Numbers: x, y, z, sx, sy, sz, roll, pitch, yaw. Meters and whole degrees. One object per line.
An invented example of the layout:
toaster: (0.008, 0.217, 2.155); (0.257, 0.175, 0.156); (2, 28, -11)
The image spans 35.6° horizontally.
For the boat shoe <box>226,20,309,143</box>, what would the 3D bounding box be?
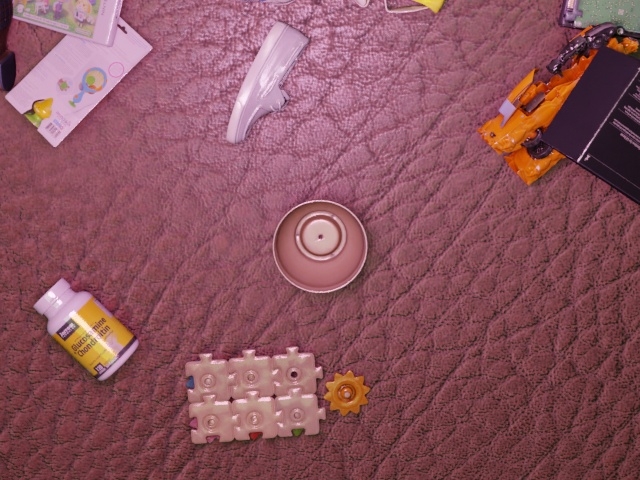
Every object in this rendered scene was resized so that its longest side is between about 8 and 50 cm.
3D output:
boat shoe: (-0.089, -0.261, 1.715); (0.081, 0.079, 0.227); (26, 97, 0)

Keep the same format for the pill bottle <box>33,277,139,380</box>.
pill bottle: (-0.424, 0.157, 1.792); (0.103, 0.103, 0.184); (-44, 97, 9)

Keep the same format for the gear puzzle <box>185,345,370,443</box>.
gear puzzle: (-0.078, 0.278, 1.845); (0.339, 0.044, 0.175); (-4, 99, -1)

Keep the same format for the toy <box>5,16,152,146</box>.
toy: (-0.411, -0.282, 1.720); (0.237, 0.056, 0.137); (-45, 75, -5)

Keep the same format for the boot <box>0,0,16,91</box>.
boot: (-0.584, -0.363, 1.690); (0.106, 0.082, 0.219); (9, 118, 6)

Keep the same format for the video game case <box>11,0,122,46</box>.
video game case: (-0.428, -0.450, 1.688); (0.212, 0.023, 0.193); (18, 101, 12)

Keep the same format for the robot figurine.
robot figurine: (0.412, -0.240, 1.679); (0.291, 0.085, 0.211); (-44, 134, 9)

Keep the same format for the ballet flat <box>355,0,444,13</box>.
ballet flat: (0.102, -0.429, 1.685); (0.231, 0.077, 0.077); (9, 118, -3)

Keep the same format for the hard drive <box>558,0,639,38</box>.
hard drive: (0.590, -0.449, 1.673); (0.339, 0.064, 0.236); (8, 101, -1)

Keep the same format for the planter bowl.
planter bowl: (0.000, 0.000, 1.750); (0.162, 0.109, 0.162); (0, 102, 1)

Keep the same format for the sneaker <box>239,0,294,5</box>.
sneaker: (-0.092, -0.425, 1.694); (0.135, 0.058, 0.052); (-4, 101, 1)

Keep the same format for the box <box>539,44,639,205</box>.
box: (0.513, -0.178, 1.644); (0.261, 0.103, 0.184); (24, 101, -40)
